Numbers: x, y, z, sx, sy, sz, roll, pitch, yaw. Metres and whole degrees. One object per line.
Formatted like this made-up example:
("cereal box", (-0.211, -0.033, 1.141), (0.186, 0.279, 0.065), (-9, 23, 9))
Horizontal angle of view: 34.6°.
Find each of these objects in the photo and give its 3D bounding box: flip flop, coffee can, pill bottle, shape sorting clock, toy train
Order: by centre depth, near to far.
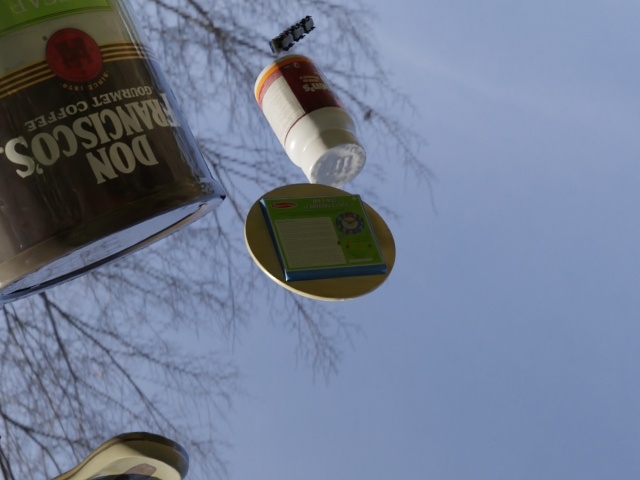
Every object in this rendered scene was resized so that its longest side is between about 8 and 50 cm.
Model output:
("coffee can", (-0.221, -0.113, 0.778), (0.201, 0.201, 0.275), (-25, -91, -19))
("flip flop", (-0.230, 0.288, 1.053), (0.112, 0.277, 0.080), (27, -141, -32))
("shape sorting clock", (0.000, 0.000, 1.369), (0.206, 0.040, 0.206), (9, -130, -11))
("toy train", (-0.047, -0.320, 1.599), (0.036, 0.027, 0.158), (-12, -160, 23))
("pill bottle", (-0.015, -0.193, 1.674), (0.121, 0.121, 0.221), (-19, -127, -15))

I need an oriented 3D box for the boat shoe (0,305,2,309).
("boat shoe", (-0.395, 0.063, 1.086), (0.118, 0.320, 0.103), (26, -108, -19))
